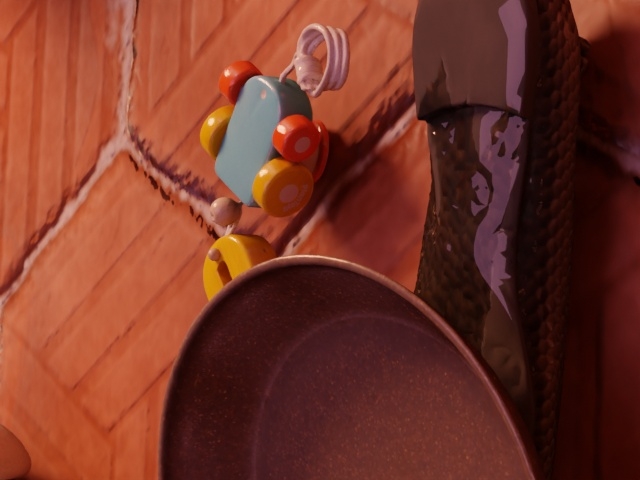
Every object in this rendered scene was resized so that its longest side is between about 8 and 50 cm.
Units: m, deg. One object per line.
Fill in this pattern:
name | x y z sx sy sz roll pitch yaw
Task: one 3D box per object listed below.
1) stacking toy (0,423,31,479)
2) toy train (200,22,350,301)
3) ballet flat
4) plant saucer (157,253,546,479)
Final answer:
stacking toy | -0.245 0.342 0.929 0.351 0.351 0.479 -26 82 49
toy train | 0.000 0.000 0.809 0.125 0.046 0.166 -12 78 51
ballet flat | 0.064 0.018 0.719 0.084 0.058 0.249 7 96 42
plant saucer | 0.017 0.101 0.703 0.199 0.036 0.198 11 106 46
